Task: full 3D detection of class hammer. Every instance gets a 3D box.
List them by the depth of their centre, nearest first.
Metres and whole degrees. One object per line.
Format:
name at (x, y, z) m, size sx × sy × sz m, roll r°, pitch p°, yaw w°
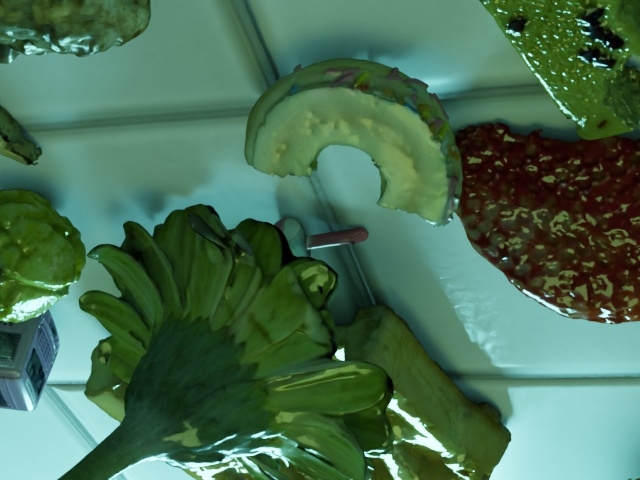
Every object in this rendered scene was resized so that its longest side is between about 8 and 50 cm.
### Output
hammer at (0.000, 0.000, 1.146) m, size 0.083 × 0.031 × 0.052 m, roll -9°, pitch 141°, yaw 8°

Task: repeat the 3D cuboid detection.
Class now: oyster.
oyster at (-0.271, -0.154, 0.934) m, size 0.294 × 0.094 × 0.166 m, roll -19°, pitch 132°, yaw 31°

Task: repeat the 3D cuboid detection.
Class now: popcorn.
popcorn at (-0.260, 0.012, 1.168) m, size 0.106 × 0.116 × 0.121 m, roll -8°, pitch 107°, yaw -24°

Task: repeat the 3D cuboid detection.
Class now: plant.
plant at (-0.104, 0.101, 1.110) m, size 0.305 × 0.261 × 0.297 m, roll 9°, pitch -178°, yaw 44°

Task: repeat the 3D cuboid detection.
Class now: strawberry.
strawberry at (0.206, 0.003, 1.026) m, size 0.235 × 0.107 × 0.175 m, roll 1°, pitch 143°, yaw 14°

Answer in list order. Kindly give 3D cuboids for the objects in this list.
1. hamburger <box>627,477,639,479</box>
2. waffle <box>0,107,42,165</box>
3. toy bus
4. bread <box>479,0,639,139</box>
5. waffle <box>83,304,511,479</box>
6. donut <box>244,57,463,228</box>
hamburger at (0.365, 0.351, 1.328) m, size 0.287 × 0.268 × 0.445 m, roll 25°, pitch 146°, yaw -23°
waffle at (-0.277, -0.115, 1.056) m, size 0.152 × 0.023 × 0.097 m, roll 26°, pitch 143°, yaw -19°
toy bus at (-0.362, 0.102, 1.305) m, size 0.198 × 0.108 × 0.096 m, roll 6°, pitch 144°, yaw 6°
bread at (0.162, -0.149, 0.875) m, size 0.088 × 0.049 × 0.226 m, roll -16°, pitch 137°, yaw 32°
waffle at (-0.018, 0.178, 1.354) m, size 0.348 × 0.078 × 0.304 m, roll -11°, pitch 140°, yaw 28°
donut at (0.032, -0.083, 0.974) m, size 0.166 × 0.065 × 0.108 m, roll 20°, pitch 129°, yaw 5°
